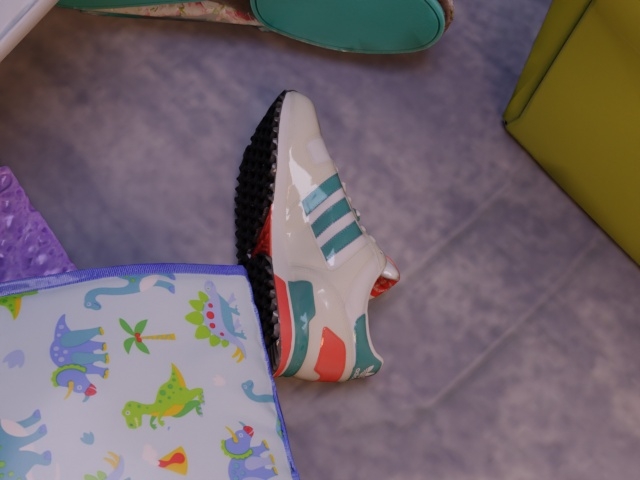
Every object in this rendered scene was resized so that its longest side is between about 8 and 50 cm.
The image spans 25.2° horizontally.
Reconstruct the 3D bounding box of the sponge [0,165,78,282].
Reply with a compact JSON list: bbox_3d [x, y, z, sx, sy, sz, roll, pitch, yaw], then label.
[{"bbox_3d":[-0.149,0.071,0.683,0.117,0.031,0.210,-30,71,-20],"label":"sponge"}]

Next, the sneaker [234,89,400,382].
[{"bbox_3d":[0.000,0.000,0.736,0.075,0.057,0.161,11,59,-22],"label":"sneaker"}]

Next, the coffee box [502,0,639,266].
[{"bbox_3d":[0.344,-0.112,0.676,0.334,0.338,0.337,-36,73,-23],"label":"coffee box"}]

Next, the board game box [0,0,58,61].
[{"bbox_3d":[-0.241,-0.237,0.770,0.390,0.050,0.390,25,62,21],"label":"board game box"}]

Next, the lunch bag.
[{"bbox_3d":[-0.091,0.082,0.614,0.151,0.096,0.129,-13,66,-4],"label":"lunch bag"}]

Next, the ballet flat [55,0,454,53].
[{"bbox_3d":[-0.044,-0.161,0.789,0.241,0.091,0.077,8,50,-6],"label":"ballet flat"}]
